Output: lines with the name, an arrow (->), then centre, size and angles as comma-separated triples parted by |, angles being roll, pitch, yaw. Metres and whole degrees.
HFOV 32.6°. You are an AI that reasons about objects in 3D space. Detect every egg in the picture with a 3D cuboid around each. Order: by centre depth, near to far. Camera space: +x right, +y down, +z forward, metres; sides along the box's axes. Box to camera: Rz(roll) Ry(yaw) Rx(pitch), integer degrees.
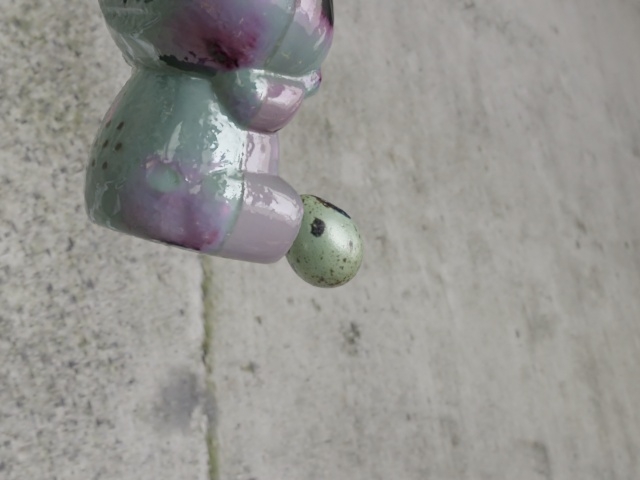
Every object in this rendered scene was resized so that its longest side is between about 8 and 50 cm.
egg -> 0.000, 0.000, 1.187 | 0.110, 0.085, 0.085 | 62, 30, -7

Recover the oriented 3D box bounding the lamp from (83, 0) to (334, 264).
lamp -> -0.115, -0.149, 0.897 | 0.247, 0.247, 0.301 | 11, 93, -39
